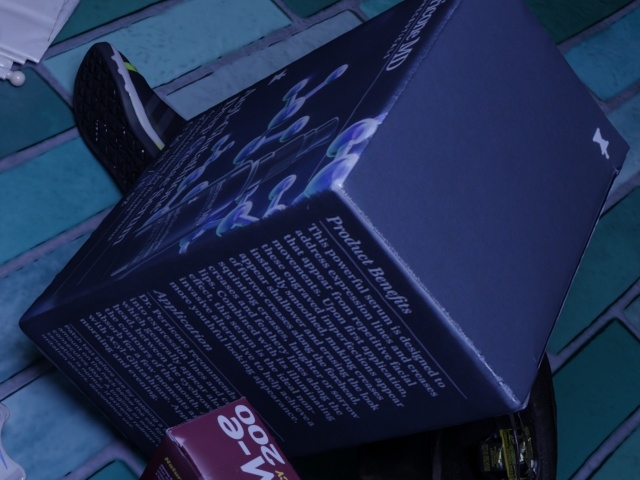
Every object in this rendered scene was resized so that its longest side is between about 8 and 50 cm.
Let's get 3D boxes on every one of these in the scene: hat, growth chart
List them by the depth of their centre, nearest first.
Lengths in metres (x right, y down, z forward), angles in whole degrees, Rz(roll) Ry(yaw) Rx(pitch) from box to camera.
[{"bbox_3d":[0.113,0.188,1.093,0.134,0.331,0.331,-6,43,24],"label":"hat"},{"bbox_3d":[-0.343,-0.261,1.338,0.172,0.021,0.237,28,48,-2],"label":"growth chart"}]

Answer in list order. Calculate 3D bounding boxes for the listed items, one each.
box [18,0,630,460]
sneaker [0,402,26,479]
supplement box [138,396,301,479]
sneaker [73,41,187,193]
[{"bbox_3d":[0.000,0.000,1.011,0.212,0.395,0.293,50,46,-19],"label":"box"},{"bbox_3d":[-0.304,0.137,1.022,0.083,0.071,0.190,-18,72,-42],"label":"sneaker"},{"bbox_3d":[-0.086,0.234,0.925,0.073,0.239,0.130,-22,67,-37],"label":"supplement box"},{"bbox_3d":[-0.169,-0.099,1.269,0.097,0.084,0.234,-8,62,-48],"label":"sneaker"}]
